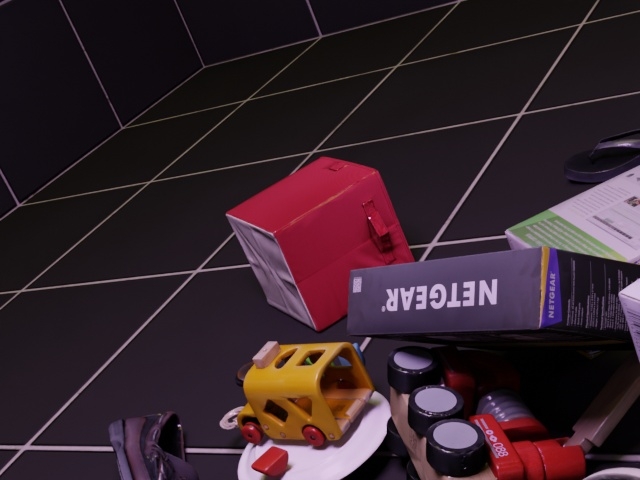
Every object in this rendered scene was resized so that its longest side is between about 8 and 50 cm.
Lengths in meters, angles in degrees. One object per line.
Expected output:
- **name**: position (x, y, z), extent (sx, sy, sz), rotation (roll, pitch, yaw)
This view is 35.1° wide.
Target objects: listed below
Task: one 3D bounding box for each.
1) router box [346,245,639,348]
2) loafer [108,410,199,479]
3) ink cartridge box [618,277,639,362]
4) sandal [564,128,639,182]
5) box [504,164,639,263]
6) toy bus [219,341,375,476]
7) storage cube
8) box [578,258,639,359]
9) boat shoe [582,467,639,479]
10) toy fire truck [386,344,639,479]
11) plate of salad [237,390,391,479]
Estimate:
- **router box**: position (0.213, 0.072, 1.092), extent (0.243, 0.080, 0.309), rotation (9, -10, -33)
- **loafer**: position (-0.194, 0.282, 1.242), extent (0.095, 0.109, 0.302), rotation (-24, 19, -12)
- **ink cartridge box**: position (0.401, 0.088, 0.950), extent (0.224, 0.223, 0.045), rotation (-32, 24, -17)
- **sandal**: position (0.510, -0.152, 1.602), extent (0.255, 0.054, 0.097), rotation (-14, 24, 21)
- **box**: position (0.445, -0.026, 1.385), extent (0.322, 0.058, 0.232), rotation (-24, 22, -5)
- **toy bus**: position (-0.041, 0.173, 1.207), extent (0.202, 0.104, 0.191), rotation (-26, 21, -3)
- **storage cube**: position (0.000, 0.000, 1.578), extent (0.193, 0.183, 0.215), rotation (-31, 24, -18)
- **box**: position (0.371, 0.074, 1.229), extent (0.169, 0.054, 0.059), rotation (-29, 23, -13)
- **boat shoe**: position (0.258, 0.272, 0.761), extent (0.113, 0.127, 0.340), rotation (-15, 16, -17)
- **toy fire truck**: position (0.208, 0.181, 1.066), extent (0.247, 0.158, 0.217), rotation (-6, 26, -10)
- **plate of salad**: position (-0.005, 0.246, 1.209), extent (0.200, 0.048, 0.200), rotation (-21, 22, 9)
